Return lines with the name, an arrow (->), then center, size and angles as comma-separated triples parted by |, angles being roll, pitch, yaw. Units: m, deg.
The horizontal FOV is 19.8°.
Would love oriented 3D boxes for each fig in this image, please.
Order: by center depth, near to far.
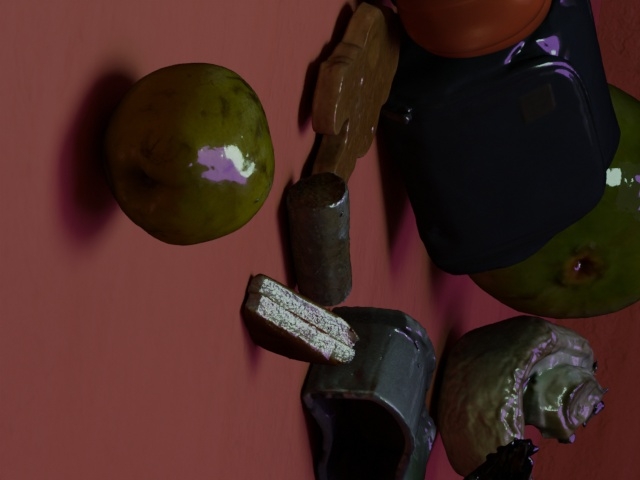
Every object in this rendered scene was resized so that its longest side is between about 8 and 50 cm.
fig -> 0.292, -0.073, 2.224 | 0.316, 0.316, 0.316 | 8, 90, -76

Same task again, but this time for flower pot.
flower pot -> 0.054, 0.170, 1.763 | 0.229, 0.103, 0.108 | 80, 22, -51

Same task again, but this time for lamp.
lamp -> 0.140, -0.262, 1.676 | 0.187, 0.164, 0.187 | -16, 90, -78

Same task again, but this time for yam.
yam -> 0.000, 0.000, 1.548 | 0.132, 0.054, 0.054 | 85, 19, -48

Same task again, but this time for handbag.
handbag -> 0.201, -0.124, 1.885 | 0.275, 0.178, 0.302 | -61, 147, -34

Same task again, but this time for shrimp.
shrimp -> 0.082, 0.335, 1.770 | 0.365, 0.071, 0.233 | -52, 170, 19

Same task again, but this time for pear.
pear -> -0.077, -0.052, 1.097 | 0.131, 0.107, 0.107 | -37, 134, -65

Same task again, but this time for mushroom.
mushroom -> 0.242, 0.182, 2.391 | 0.267, 0.190, 0.164 | -41, 124, -32

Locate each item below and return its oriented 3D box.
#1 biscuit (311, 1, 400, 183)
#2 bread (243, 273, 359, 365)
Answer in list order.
biscuit -> 0.030, -0.132, 1.627 | 0.236, 0.040, 0.144 | -65, 167, -55
bread -> -0.027, 0.068, 1.484 | 0.062, 0.109, 0.043 | -19, -133, 55
